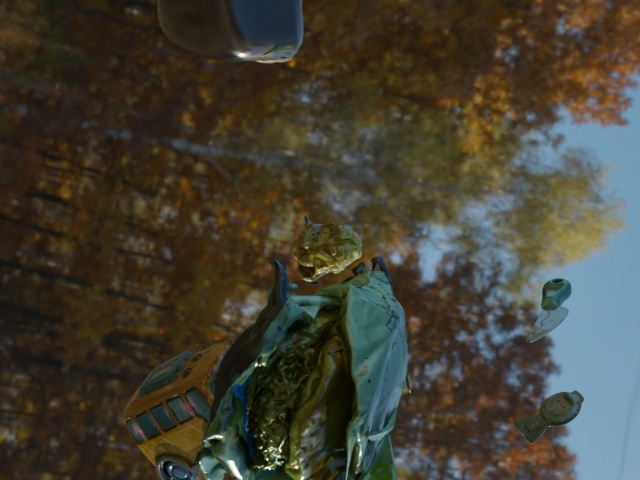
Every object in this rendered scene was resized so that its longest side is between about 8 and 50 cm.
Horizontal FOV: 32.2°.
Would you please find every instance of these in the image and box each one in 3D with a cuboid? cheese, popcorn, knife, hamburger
[{"bbox_3d":[0.387,0.291,1.855,0.120,0.026,0.067,-32,-143,-5],"label":"cheese"},{"bbox_3d":[0.000,0.000,1.260,0.084,0.084,0.084,-167,-90,-70],"label":"popcorn"},{"bbox_3d":[0.429,0.132,2.055,0.260,0.063,0.035,-49,133,-62],"label":"knife"},{"bbox_3d":[0.016,0.155,1.061,0.150,0.276,0.261,21,-77,32],"label":"hamburger"}]

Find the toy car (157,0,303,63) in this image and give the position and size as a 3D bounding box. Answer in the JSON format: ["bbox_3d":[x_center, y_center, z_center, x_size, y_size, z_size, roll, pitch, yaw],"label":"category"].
[{"bbox_3d":[-0.135,-0.316,1.173,0.271,0.340,0.241,23,-71,44],"label":"toy car"}]

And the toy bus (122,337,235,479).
[{"bbox_3d":[-0.148,0.206,1.386,0.209,0.136,0.126,-29,-163,39],"label":"toy bus"}]
